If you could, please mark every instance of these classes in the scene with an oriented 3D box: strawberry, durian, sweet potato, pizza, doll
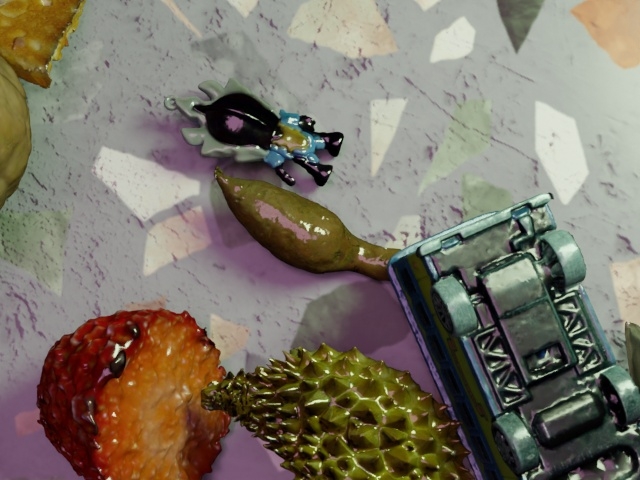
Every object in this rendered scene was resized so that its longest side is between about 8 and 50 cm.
[{"bbox_3d":[-0.217,0.172,1.664,0.178,0.234,0.234,3,83,32],"label":"strawberry"},{"bbox_3d":[0.029,0.206,1.630,0.306,0.166,0.172,32,74,-6],"label":"durian"},{"bbox_3d":[0.001,0.002,1.722,0.269,0.075,0.075,24,86,-4],"label":"sweet potato"},{"bbox_3d":[-0.314,-0.236,1.773,0.178,0.041,0.131,38,60,26],"label":"pizza"},{"bbox_3d":[-0.075,-0.118,1.741,0.195,0.070,0.096,20,70,0],"label":"doll"}]

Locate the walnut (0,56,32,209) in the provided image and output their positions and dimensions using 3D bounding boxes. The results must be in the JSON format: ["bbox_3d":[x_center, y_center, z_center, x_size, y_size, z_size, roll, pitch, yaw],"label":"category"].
[{"bbox_3d":[-0.445,-0.103,1.673,0.296,0.285,0.285,-18,82,-4],"label":"walnut"}]

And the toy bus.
[{"bbox_3d":[0.202,0.125,1.615,0.152,0.190,0.312,-23,88,-11],"label":"toy bus"}]

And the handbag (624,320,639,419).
[{"bbox_3d":[0.435,0.145,1.647,0.270,0.117,0.182,-13,96,3],"label":"handbag"}]
